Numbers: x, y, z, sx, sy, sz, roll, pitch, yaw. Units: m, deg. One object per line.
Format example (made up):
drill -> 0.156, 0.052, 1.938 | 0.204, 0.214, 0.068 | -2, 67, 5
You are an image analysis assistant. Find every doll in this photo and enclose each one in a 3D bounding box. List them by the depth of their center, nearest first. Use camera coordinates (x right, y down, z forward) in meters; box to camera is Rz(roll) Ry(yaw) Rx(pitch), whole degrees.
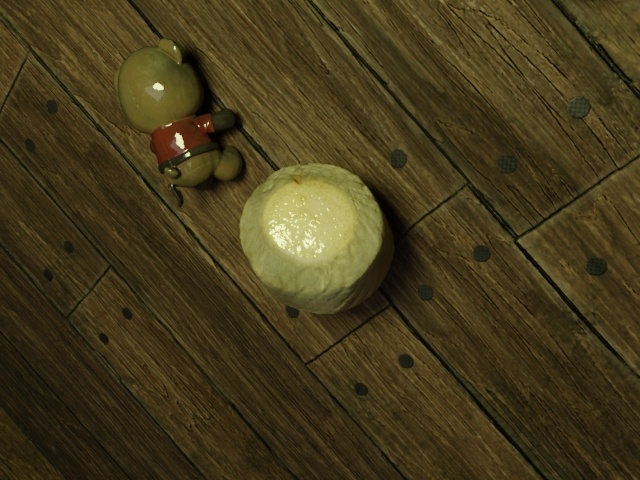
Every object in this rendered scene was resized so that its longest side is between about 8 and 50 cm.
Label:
doll -> -0.315, -0.248, 1.288 | 0.235, 0.174, 0.330 | -16, 105, 37

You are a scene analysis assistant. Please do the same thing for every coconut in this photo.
coconut -> 0.000, 0.000, 1.189 | 0.328, 0.329, 0.329 | 10, 116, 22
